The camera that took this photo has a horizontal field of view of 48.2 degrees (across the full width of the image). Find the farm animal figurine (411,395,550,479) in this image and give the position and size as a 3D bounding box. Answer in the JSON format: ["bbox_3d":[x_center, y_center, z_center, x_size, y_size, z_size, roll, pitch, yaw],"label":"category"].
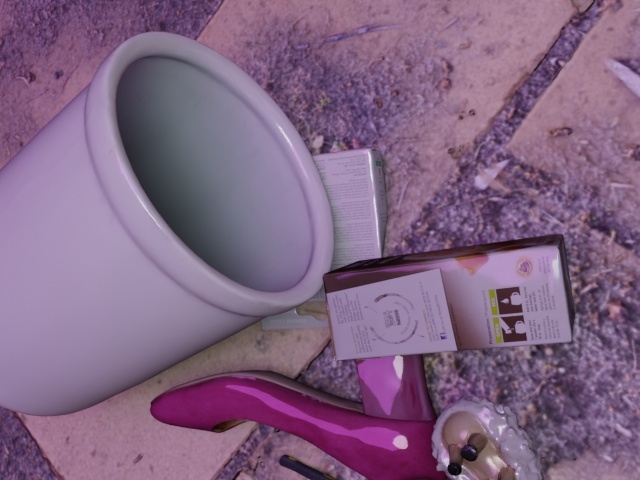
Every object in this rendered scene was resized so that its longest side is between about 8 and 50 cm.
[{"bbox_3d":[0.175,0.356,0.698,0.327,0.172,0.330,42,110,14],"label":"farm animal figurine"}]

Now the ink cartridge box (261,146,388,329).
[{"bbox_3d":[0.000,0.000,0.937,0.181,0.056,0.224,-4,95,23],"label":"ink cartridge box"}]

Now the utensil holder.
[{"bbox_3d":[-0.229,0.004,0.848,0.385,0.327,0.327,-32,67,30],"label":"utensil holder"}]

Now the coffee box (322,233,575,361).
[{"bbox_3d":[0.143,0.061,0.784,0.246,0.141,0.098,-8,92,21],"label":"coffee box"}]

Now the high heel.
[{"bbox_3d":[-0.041,0.241,0.852,0.377,0.127,0.181,-13,77,25],"label":"high heel"}]

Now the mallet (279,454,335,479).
[{"bbox_3d":[0.034,0.300,0.855,0.190,0.062,0.039,15,83,41],"label":"mallet"}]
